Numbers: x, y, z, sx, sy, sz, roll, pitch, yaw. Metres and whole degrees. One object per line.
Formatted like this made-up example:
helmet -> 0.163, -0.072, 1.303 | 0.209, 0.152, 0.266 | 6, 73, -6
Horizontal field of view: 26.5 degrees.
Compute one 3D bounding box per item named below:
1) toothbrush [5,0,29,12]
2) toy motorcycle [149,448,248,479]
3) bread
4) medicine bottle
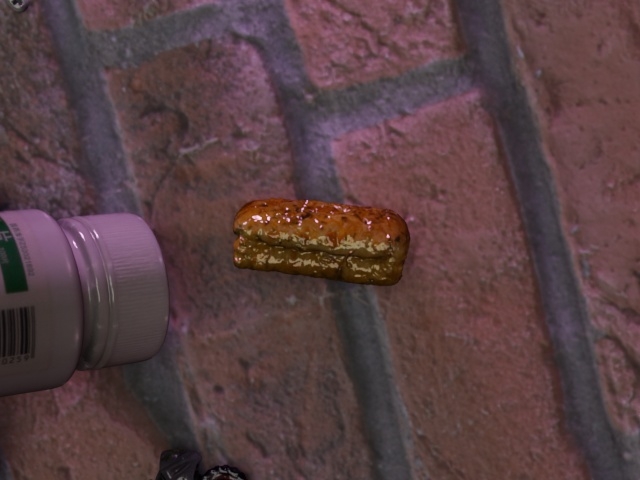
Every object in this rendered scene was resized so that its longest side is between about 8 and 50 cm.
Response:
toothbrush -> -0.461, -0.396, 1.667 | 0.030, 0.030, 0.304 | -41, 91, 2
toy motorcycle -> -0.187, 0.338, 1.637 | 0.122, 0.080, 0.215 | 45, 97, 1
bread -> 0.000, 0.000, 1.610 | 0.211, 0.114, 0.083 | 4, 107, 2
medicine bottle -> -0.356, 0.070, 1.517 | 0.339, 0.208, 0.208 | -8, 90, -31
